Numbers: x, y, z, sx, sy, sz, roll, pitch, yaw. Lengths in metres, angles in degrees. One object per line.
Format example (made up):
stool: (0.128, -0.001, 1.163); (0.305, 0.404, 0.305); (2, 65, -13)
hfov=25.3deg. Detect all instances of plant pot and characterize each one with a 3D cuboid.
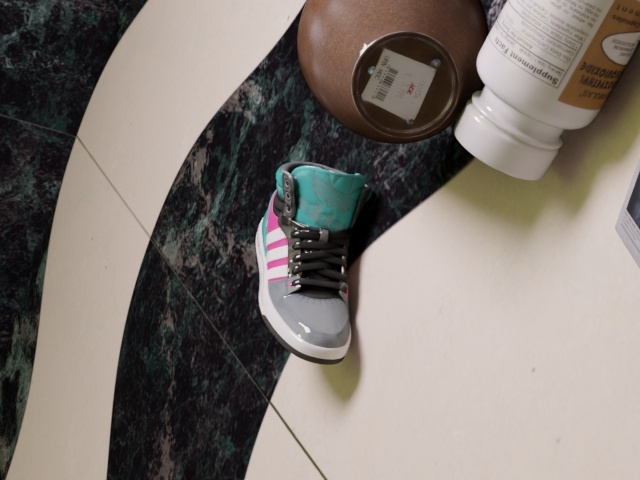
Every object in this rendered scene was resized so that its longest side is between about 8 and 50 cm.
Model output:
plant pot: (0.081, -0.187, 1.498); (0.230, 0.215, 0.215); (-89, 22, -71)

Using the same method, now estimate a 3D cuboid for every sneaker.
sneaker: (0.000, 0.000, 1.755); (0.295, 0.124, 0.178); (-108, 31, -51)

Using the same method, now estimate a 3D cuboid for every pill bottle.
pill bottle: (0.225, -0.179, 1.373); (0.229, 0.131, 0.131); (-62, 28, 24)

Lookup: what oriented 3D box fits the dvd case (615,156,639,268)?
dvd case: (0.317, -0.053, 1.163); (0.179, 0.030, 0.238); (-109, 25, -51)
